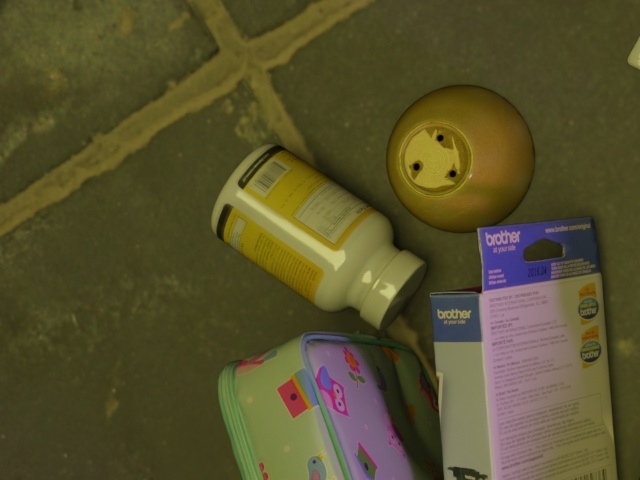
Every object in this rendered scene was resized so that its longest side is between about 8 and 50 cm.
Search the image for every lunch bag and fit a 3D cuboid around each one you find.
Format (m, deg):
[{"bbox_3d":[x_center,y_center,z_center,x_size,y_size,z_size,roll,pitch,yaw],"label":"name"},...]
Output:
[{"bbox_3d":[0.028,0.183,1.295,0.108,0.279,0.224,-28,73,18],"label":"lunch bag"}]

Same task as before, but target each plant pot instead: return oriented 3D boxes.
[{"bbox_3d":[0.112,-0.072,1.344,0.134,0.095,0.134,1,92,19],"label":"plant pot"}]

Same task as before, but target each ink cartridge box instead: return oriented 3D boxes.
[{"bbox_3d":[0.174,0.139,1.286,0.065,0.185,0.311,0,94,42],"label":"ink cartridge box"}]

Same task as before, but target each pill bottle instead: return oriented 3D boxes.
[{"bbox_3d":[0.000,0.000,1.383,0.184,0.103,0.103,35,103,14],"label":"pill bottle"}]

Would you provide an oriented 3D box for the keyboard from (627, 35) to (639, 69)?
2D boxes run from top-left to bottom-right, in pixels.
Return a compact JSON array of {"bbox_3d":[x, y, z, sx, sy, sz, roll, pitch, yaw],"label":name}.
[{"bbox_3d":[0.388,-0.125,1.292,0.256,0.014,0.072,30,107,16],"label":"keyboard"}]
